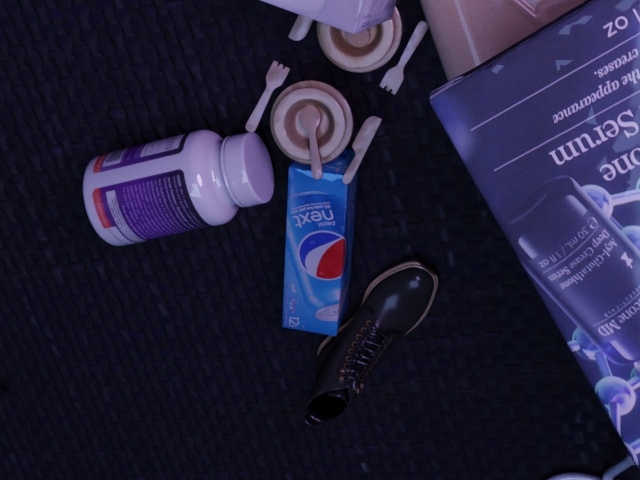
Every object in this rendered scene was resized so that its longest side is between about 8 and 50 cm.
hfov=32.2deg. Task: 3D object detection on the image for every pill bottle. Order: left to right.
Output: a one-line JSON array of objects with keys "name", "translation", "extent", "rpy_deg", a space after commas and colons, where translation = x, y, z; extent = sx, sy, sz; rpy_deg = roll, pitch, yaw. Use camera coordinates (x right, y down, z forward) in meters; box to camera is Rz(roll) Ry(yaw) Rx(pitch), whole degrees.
[{"name": "pill bottle", "translation": [-0.154, -0.062, 1.228], "extent": [0.193, 0.108, 0.108], "rpy_deg": [-11, 116, 20]}]

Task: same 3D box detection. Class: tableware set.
[{"name": "tableware set", "translation": [0.011, -0.163, 1.115], "extent": [0.128, 0.039, 0.194], "rpy_deg": [28, 108, 3]}]

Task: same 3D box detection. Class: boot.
[{"name": "boot", "translation": [0.059, 0.121, 1.262], "extent": [0.077, 0.137, 0.198], "rpy_deg": [34, 121, -6]}]

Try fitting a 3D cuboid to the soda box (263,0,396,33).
[{"name": "soda box", "translation": [-0.065, -0.286, 1.039], "extent": [0.286, 0.098, 0.091], "rpy_deg": [23, 117, 16]}]

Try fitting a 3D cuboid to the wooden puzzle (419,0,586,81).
[{"name": "wooden puzzle", "translation": [0.274, -0.223, 1.031], "extent": [0.348, 0.080, 0.322], "rpy_deg": [-14, 109, 24]}]

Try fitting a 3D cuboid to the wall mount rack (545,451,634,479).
[{"name": "wall mount rack", "translation": [0.431, 0.347, 1.301], "extent": [0.350, 0.130, 0.304], "rpy_deg": [13, 122, 6]}]

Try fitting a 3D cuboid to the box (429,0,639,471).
[{"name": "box", "translation": [0.328, -0.031, 0.896], "extent": [0.293, 0.212, 0.395], "rpy_deg": [-30, 91, 28]}]

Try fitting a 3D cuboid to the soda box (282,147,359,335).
[{"name": "soda box", "translation": [0.000, 0.000, 1.245], "extent": [0.067, 0.071, 0.210], "rpy_deg": [9, 121, 10]}]
